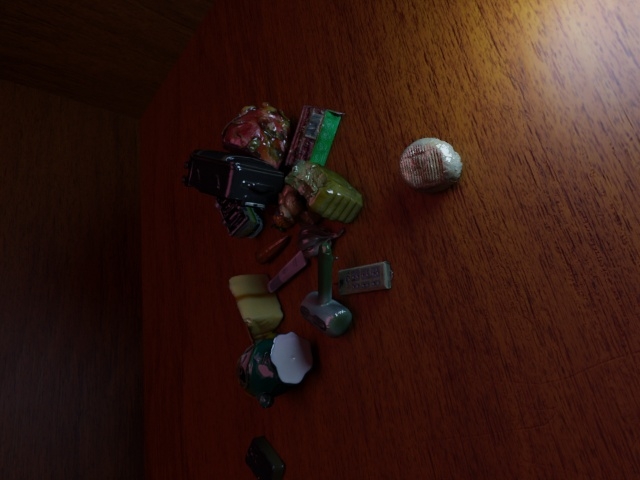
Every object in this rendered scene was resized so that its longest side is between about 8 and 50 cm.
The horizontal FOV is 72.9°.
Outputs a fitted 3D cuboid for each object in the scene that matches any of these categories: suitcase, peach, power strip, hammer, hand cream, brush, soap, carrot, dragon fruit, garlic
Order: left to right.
[{"bbox_3d":[-0.355,-0.255,1.776,0.434,0.283,0.194,22,102,46],"label":"suitcase"},{"bbox_3d":[-0.260,-0.467,1.877,0.314,0.296,0.262,22,85,38],"label":"dragon fruit"},{"bbox_3d":[-0.229,0.901,1.754,0.197,0.059,0.123,28,103,48],"label":"brush"},{"bbox_3d":[-0.203,0.029,1.893,0.205,0.072,0.072,-38,56,32],"label":"carrot"},{"bbox_3d":[-0.202,-0.224,1.933,0.279,0.068,0.188,-44,55,35],"label":"peach"},{"bbox_3d":[-0.135,0.133,1.800,0.255,0.048,0.079,-45,50,34],"label":"hand cream"},{"bbox_3d":[-0.031,-0.403,1.744,0.218,0.098,0.273,31,107,48],"label":"soap"},{"bbox_3d":[0.000,0.000,1.627,0.194,0.127,0.131,-16,66,26],"label":"garlic"},{"bbox_3d":[0.019,0.161,1.504,0.207,0.119,0.335,25,122,47],"label":"hammer"},{"bbox_3d":[0.136,0.135,1.495,0.268,0.034,0.092,-16,72,47],"label":"power strip"}]

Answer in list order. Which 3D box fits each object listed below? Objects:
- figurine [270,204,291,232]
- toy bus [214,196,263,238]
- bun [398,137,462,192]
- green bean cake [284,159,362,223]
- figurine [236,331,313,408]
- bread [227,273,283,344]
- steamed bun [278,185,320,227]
[{"bbox_3d":[-0.168,-0.104,1.836,0.156,0.115,0.094,-49,40,35],"label":"figurine"},{"bbox_3d":[-0.379,-0.132,2.047,0.134,0.165,0.276,-43,52,17],"label":"toy bus"},{"bbox_3d":[0.329,-0.223,1.291,0.188,0.111,0.163,-13,91,45],"label":"bun"},{"bbox_3d":[0.014,-0.177,1.550,0.124,0.233,0.236,-56,46,18],"label":"green bean cake"},{"bbox_3d":[-0.187,0.490,1.678,0.340,0.232,0.323,-36,32,50],"label":"figurine"},{"bbox_3d":[-0.318,0.311,1.882,0.236,0.199,0.263,-59,43,34],"label":"bread"},{"bbox_3d":[-0.073,-0.149,1.699,0.106,0.178,0.192,-35,46,29],"label":"steamed bun"}]
